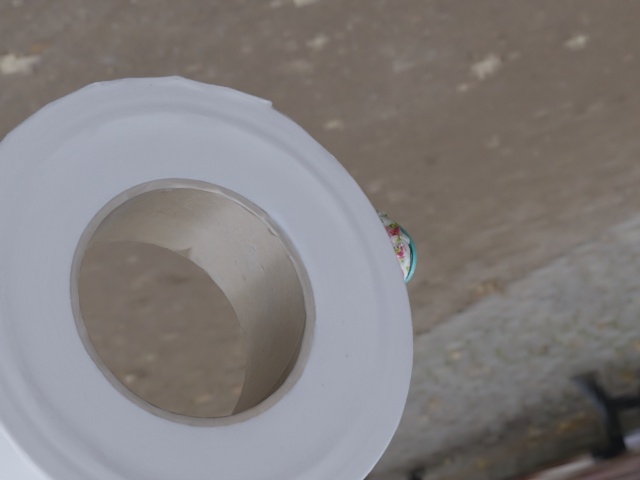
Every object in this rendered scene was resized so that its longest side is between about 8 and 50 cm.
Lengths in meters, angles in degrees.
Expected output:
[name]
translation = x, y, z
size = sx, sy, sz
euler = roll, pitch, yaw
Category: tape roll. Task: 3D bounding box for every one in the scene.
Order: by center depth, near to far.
[tape roll]
translation = -0.090, 0.048, 0.996
size = 0.286, 0.286, 0.100
euler = -6, 162, -29

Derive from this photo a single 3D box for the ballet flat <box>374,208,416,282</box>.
[ballet flat]
translation = 0.000, 0.000, 1.533
size = 0.077, 0.091, 0.241
euler = 2, -170, -26
